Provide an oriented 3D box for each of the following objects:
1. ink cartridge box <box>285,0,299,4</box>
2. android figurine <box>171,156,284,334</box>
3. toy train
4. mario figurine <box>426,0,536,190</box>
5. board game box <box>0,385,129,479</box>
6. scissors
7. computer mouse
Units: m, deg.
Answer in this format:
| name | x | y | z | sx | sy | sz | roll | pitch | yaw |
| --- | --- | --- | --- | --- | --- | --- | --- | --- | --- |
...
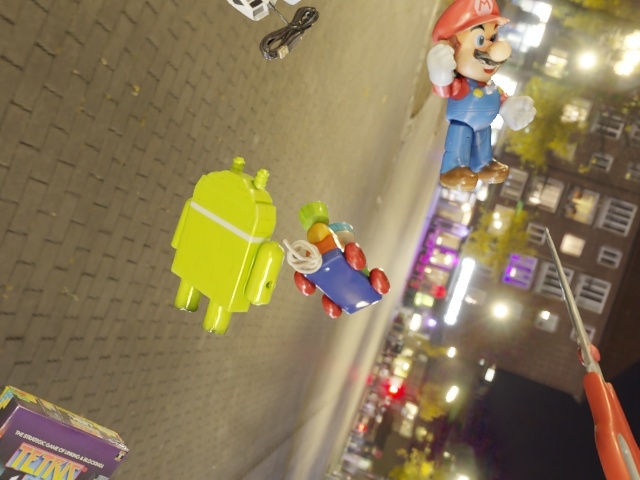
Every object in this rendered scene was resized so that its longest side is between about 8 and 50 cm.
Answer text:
| name | x | y | z | sx | sy | sz | roll | pitch | yaw |
| --- | --- | --- | --- | --- | --- | --- | --- | --- | --- |
| ink cartridge box | -0.073 | -0.353 | 0.818 | 0.224 | 0.223 | 0.045 | 5 | -108 | 66 |
| android figurine | -0.154 | 0.003 | 1.224 | 0.056 | 0.248 | 0.273 | 8 | 104 | -48 |
| toy train | 0.000 | 0.000 | 1.110 | 0.248 | 0.105 | 0.143 | 44 | 23 | -50 |
| mario figurine | 0.269 | -0.245 | 1.260 | 0.198 | 0.170 | 0.321 | -48 | 136 | -66 |
| board game box | -0.334 | 0.266 | 0.888 | 0.141 | 0.048 | 0.170 | -52 | 132 | -4 |
| scissors | 0.216 | 0.103 | 0.599 | 0.109 | 0.021 | 0.297 | 25 | 45 | -51 |
| computer mouse | -0.094 | -0.343 | 1.039 | 0.106 | 0.193 | 0.042 | -52 | -152 | -14 |
